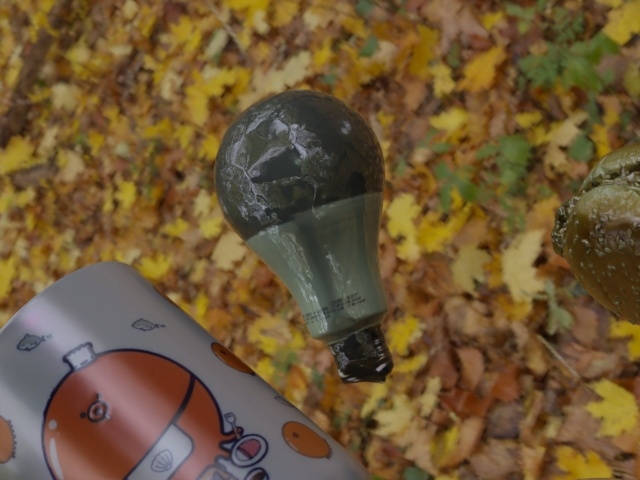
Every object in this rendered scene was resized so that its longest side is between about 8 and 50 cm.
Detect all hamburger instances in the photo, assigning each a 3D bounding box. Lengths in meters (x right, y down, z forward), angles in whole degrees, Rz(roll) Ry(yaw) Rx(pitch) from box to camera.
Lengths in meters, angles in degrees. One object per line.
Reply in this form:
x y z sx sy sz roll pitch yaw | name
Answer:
0.328 0.008 1.244 0.215 0.189 0.122 -7 36 48 | hamburger

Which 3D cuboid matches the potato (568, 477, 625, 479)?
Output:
0.250 0.270 1.169 0.147 0.112 0.112 138 137 -62 | potato

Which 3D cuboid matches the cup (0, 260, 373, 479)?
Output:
-0.111 0.192 1.026 0.317 0.212 0.212 37 96 19 | cup

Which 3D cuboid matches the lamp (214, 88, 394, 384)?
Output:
-0.019 -0.003 1.336 0.182 0.182 0.313 -6 84 35 | lamp
